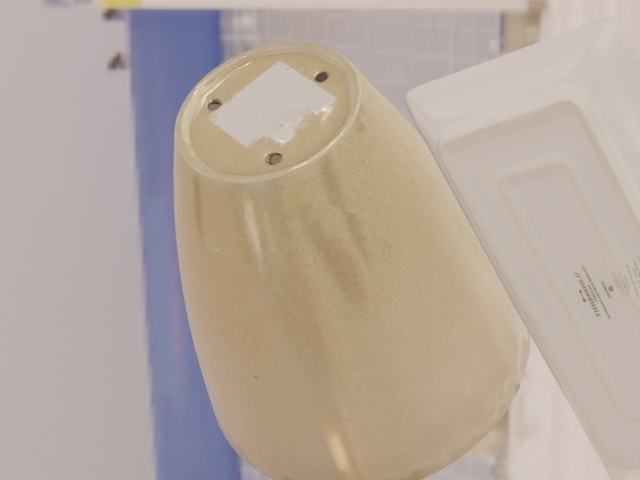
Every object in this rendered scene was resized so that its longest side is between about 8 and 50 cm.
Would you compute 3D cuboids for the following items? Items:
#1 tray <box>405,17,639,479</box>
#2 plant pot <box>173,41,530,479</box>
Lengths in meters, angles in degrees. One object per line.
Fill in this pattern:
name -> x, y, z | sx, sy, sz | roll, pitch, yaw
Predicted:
tray -> 0.153, 0.023, 0.774 | 0.030, 0.145, 0.270 | -43, -71, -43
plant pot -> 0.000, 0.000, 1.030 | 0.274, 0.257, 0.256 | 67, -157, -46
